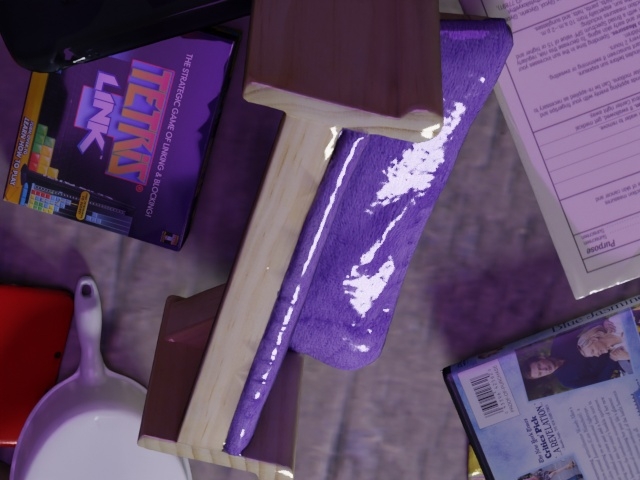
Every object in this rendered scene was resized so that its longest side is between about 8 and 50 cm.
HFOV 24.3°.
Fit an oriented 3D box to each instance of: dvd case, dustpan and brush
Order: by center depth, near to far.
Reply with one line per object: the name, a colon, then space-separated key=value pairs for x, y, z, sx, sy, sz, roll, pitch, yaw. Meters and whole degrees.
dvd case: x=0.243 y=0.136 z=1.154 sx=0.253 sy=0.022 sz=0.180 roll=-21 pitch=104 yaw=7
dustpan and brush: x=-0.179 y=0.135 z=1.181 sx=0.147 sy=0.060 sz=0.211 roll=-5 pitch=110 yaw=-11

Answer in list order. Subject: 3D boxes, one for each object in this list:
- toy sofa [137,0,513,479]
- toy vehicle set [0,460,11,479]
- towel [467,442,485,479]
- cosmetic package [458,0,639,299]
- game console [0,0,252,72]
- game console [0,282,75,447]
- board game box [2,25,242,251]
toy sofa: x=0.000 y=0.000 z=1.001 sx=0.177 sy=0.150 sz=0.362 roll=14 pitch=132 yaw=-8
toy vehicle set: x=-0.323 y=0.300 z=1.250 sx=0.166 sy=0.035 sz=0.266 roll=28 pitch=107 yaw=-4
towel: x=0.148 y=0.197 z=1.193 sx=0.060 sy=0.009 sz=0.083 roll=1 pitch=106 yaw=4
cosmetic package: x=0.195 y=-0.136 z=1.036 sx=0.160 sy=0.113 sz=0.309 roll=-20 pitch=105 yaw=11
game console: x=-0.071 y=-0.317 z=0.956 sx=0.387 sy=0.060 sz=0.341 roll=-14 pitch=92 yaw=14
game console: x=-0.282 y=0.086 z=1.195 sx=0.124 sy=0.085 sz=0.144 roll=27 pitch=109 yaw=29
board game box: x=-0.149 y=-0.093 z=1.112 sx=0.141 sy=0.048 sz=0.170 roll=16 pitch=107 yaw=1
